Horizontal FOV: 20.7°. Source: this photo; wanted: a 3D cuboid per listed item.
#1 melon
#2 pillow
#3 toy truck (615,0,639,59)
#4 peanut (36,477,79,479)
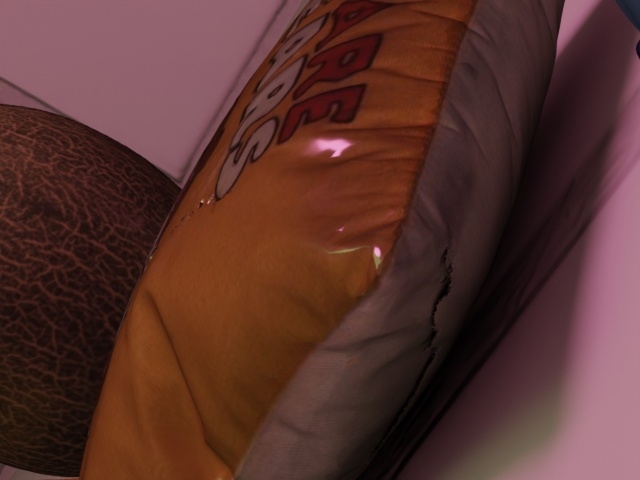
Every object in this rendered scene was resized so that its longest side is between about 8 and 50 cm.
[{"bbox_3d":[-0.203,0.031,1.222,0.237,0.302,0.237,-57,6,9],"label":"melon"},{"bbox_3d":[0.000,0.000,0.713,0.312,0.119,0.310,-55,5,43],"label":"pillow"},{"bbox_3d":[0.124,-0.110,0.560,0.074,0.063,0.136,-33,19,28],"label":"toy truck"},{"bbox_3d":[-0.201,0.256,0.933,0.340,0.158,0.174,-66,-17,-62],"label":"peanut"}]
